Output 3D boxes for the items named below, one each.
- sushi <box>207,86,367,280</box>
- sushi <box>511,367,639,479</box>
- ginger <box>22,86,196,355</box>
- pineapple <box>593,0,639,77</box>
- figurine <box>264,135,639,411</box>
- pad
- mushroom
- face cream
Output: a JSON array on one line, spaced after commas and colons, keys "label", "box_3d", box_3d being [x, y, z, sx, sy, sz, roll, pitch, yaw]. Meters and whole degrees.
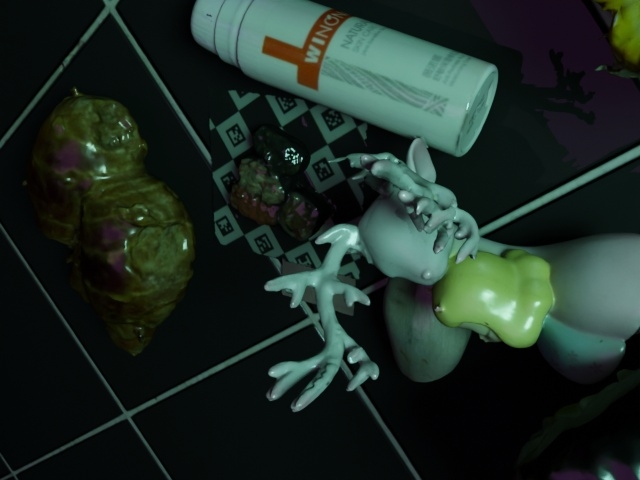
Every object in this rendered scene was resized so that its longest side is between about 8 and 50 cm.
[{"label": "sushi", "box_3d": [-0.058, -0.066, 0.858, 0.231, 0.047, 0.220, 13, 115, 27]}, {"label": "sushi", "box_3d": [0.315, 0.235, 0.534, 0.281, 0.299, 0.294, -44, 62, 29]}, {"label": "ginger", "box_3d": [-0.308, -0.013, 0.975, 0.274, 0.152, 0.358, -25, 95, 37]}, {"label": "pineapple", "box_3d": [0.316, -0.240, 0.511, 0.286, 0.208, 0.345, 14, 95, 56]}, {"label": "figurine", "box_3d": [0.120, 0.021, 0.596, 0.315, 0.284, 0.207, 15, 113, 0]}, {"label": "pad", "box_3d": [0.000, 0.000, 0.883, 0.113, 0.006, 0.188, 15, 116, 27]}, {"label": "mushroom", "box_3d": [0.114, 0.048, 0.780, 0.116, 0.093, 0.225, 21, 128, 47]}, {"label": "face cream", "box_3d": [0.009, -0.194, 0.731, 0.345, 0.102, 0.102, 25, 122, 19]}]
